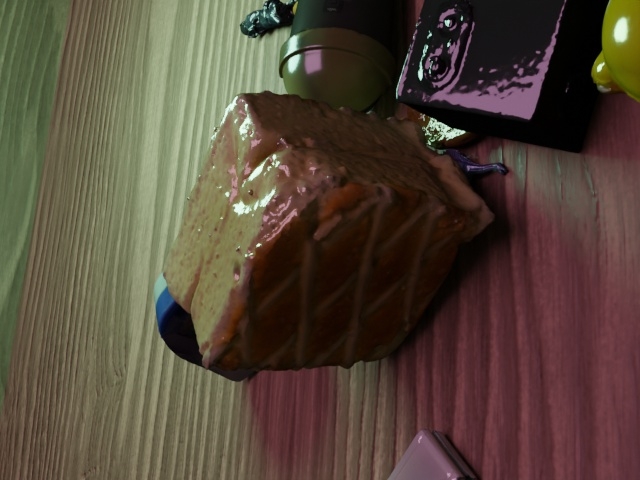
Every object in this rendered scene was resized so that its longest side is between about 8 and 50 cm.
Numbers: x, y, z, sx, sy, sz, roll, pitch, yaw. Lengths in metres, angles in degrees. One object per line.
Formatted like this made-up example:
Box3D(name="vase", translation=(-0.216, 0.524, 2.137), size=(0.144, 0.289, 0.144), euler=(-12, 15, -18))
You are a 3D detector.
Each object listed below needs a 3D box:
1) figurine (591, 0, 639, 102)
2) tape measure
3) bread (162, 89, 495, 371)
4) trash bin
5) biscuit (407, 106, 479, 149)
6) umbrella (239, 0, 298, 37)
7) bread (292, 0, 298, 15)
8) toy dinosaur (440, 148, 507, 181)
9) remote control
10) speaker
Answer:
Box3D(name="figurine", translation=(0.458, -0.298, 0.940), size=(0.324, 0.231, 0.340), euler=(34, 99, 47))
Box3D(name="tape measure", translation=(-0.191, 0.124, 1.621), size=(0.259, 0.262, 0.138), euler=(-49, 33, 29))
Box3D(name="bread", translation=(0.000, 0.000, 1.283), size=(0.390, 0.371, 0.279), euler=(-60, 39, 32))
Box3D(name="trash bin", translation=(0.036, -0.368, 1.534), size=(0.214, 0.214, 0.333), euler=(-20, 57, 48))
Box3D(name="biscuit", translation=(0.232, -0.252, 1.371), size=(0.226, 0.042, 0.225), euler=(-21, 62, 46))
Box3D(name="umbrella", translation=(-0.123, -0.518, 1.919), size=(0.224, 0.080, 0.071), euler=(2, 115, 59))
Box3D(name="bread", translation=(-0.016, -0.504, 1.784), size=(0.103, 0.049, 0.062), euler=(31, 102, 51))
Box3D(name="toy dinosaur", translation=(0.214, -0.107, 1.341), size=(0.197, 0.045, 0.080), euler=(8, 80, 45))
Box3D(name="remote control", translation=(0.126, 0.424, 1.249), size=(0.277, 0.056, 0.103), euler=(-61, 38, 18))
Box3D(name="speaker", translation=(0.272, -0.279, 1.176), size=(0.232, 0.184, 0.253), euler=(19, 92, 39))
